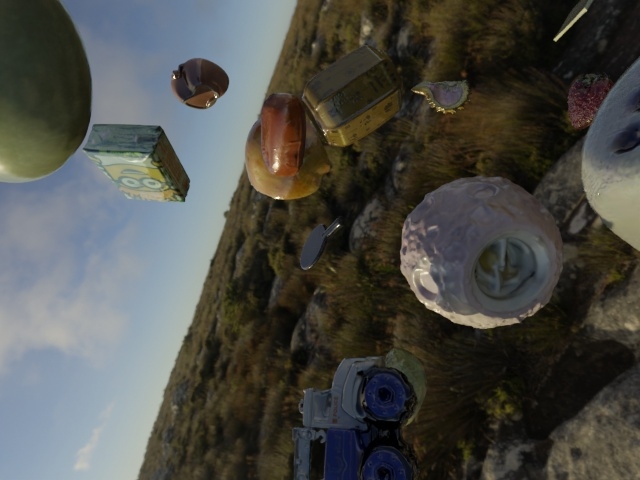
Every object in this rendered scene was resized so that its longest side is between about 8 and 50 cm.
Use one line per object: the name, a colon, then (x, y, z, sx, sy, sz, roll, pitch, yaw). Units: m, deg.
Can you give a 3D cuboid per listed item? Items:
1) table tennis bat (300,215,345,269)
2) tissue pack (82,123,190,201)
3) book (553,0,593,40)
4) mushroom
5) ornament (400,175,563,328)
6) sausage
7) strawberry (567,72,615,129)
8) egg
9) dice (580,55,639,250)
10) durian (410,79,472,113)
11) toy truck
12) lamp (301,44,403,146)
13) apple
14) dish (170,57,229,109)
table tennis bat: (0.000, 0.000, 1.238, 0.236, 0.027, 0.150, -43, 31, 44)
tissue pack: (-0.602, -0.253, 1.389, 0.311, 0.228, 0.128, 86, -172, -65)
book: (0.882, -0.787, 1.391, 0.138, 0.016, 0.199, -58, -4, 1)
mushroom: (0.250, 0.509, 1.357, 0.267, 0.190, 0.164, -59, -17, 8)
ornament: (0.262, 0.017, 0.703, 0.225, 0.259, 0.259, -115, 45, -73)
sausage: (-0.101, -0.284, 1.130, 0.258, 0.133, 0.133, 99, 178, -47)
strawberry: (0.795, -0.409, 1.197, 0.131, 0.131, 0.148, -110, 2, -70)
egg: (-0.501, -0.263, 0.636, 0.258, 0.259, 0.352, -99, 21, -63)
dice: (0.374, -0.083, 0.349, 0.193, 0.192, 0.194, -62, 11, -10)
durian: (0.460, -0.556, 1.576, 0.078, 0.224, 0.140, 12, -85, -78)
toy truck: (0.051, 0.277, 0.591, 0.161, 0.177, 0.213, 58, -147, -61)
lamp: (0.064, -0.287, 0.827, 0.185, 0.161, 0.161, -31, 17, 0)
apple: (-0.120, -0.301, 1.470, 0.314, 0.252, 0.309, -59, 41, 15)
dish: (-0.438, -0.550, 1.490, 0.213, 0.213, 0.090, 132, 130, -61)
